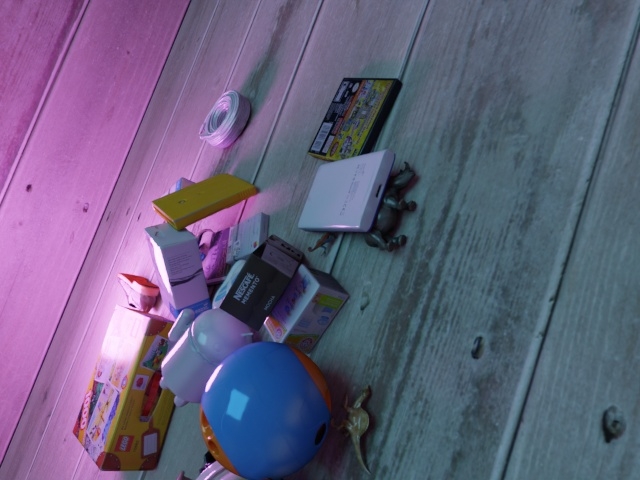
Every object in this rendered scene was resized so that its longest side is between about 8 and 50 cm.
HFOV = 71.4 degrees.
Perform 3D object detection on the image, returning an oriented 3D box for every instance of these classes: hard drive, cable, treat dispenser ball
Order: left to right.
[{"bbox_3d":[-0.410,-0.528,1.947,0.257,0.089,0.257,33,96,49],"label":"cable"},{"bbox_3d":[-0.120,0.371,0.986,0.288,0.288,0.288,-23,55,39],"label":"treat dispenser ball"},{"bbox_3d":[0.059,-0.125,1.207,0.318,0.040,0.210,3,71,60],"label":"hard drive"}]

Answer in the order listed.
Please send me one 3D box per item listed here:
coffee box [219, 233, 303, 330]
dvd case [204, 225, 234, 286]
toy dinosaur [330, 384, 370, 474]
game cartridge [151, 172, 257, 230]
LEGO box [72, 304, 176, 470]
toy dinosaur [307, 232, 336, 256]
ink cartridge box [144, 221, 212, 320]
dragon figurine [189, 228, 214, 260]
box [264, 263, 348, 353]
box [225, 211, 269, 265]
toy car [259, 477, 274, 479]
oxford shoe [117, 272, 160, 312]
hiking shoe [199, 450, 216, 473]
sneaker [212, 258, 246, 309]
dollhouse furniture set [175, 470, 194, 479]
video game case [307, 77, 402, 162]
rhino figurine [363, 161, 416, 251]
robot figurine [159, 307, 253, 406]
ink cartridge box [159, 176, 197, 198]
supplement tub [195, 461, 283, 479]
[{"bbox_3d":[-0.150,0.101,1.211,0.168,0.118,0.297,-57,3,9],"label":"coffee box"},{"bbox_3d":[-0.383,0.062,1.681,0.164,0.018,0.221,-14,62,43],"label":"dvd case"},{"bbox_3d":[0.071,0.412,0.987,0.092,0.053,0.183,-15,61,41],"label":"toy dinosaur"},{"bbox_3d":[-0.440,-0.156,1.674,0.285,0.323,0.053,29,138,50],"label":"game cartridge"},{"bbox_3d":[-0.694,0.525,1.657,0.372,0.193,0.501,1,72,48],"label":"LEGO box"},{"bbox_3d":[0.000,0.000,1.253,0.082,0.090,0.047,-28,46,-24],"label":"toy dinosaur"},{"bbox_3d":[-0.507,0.109,1.589,0.223,0.129,0.308,30,132,51],"label":"ink cartridge box"},{"bbox_3d":[-0.514,0.039,1.781,0.289,0.144,0.085,-30,46,11],"label":"dragon figurine"},{"bbox_3d":[-0.041,0.183,1.172,0.203,0.114,0.103,-56,41,12],"label":"box"},{"bbox_3d":[-0.258,-0.004,1.561,0.186,0.038,0.145,-22,57,41],"label":"box"},{"bbox_3d":[-0.150,0.579,0.788,0.239,0.053,0.225,-41,38,5],"label":"toy car"},{"bbox_3d":[-0.856,0.233,2.033,0.363,0.129,0.133,15,89,50],"label":"oxford shoe"},{"bbox_3d":[-0.210,0.482,1.196,0.113,0.132,0.304,7,77,49],"label":"hiking shoe"},{"bbox_3d":[-0.280,0.179,1.460,0.092,0.087,0.229,28,94,48],"label":"sneaker"},{"bbox_3d":[-0.389,0.763,1.186,0.135,0.262,0.259,-64,6,5],"label":"dollhouse furniture set"},{"bbox_3d":[0.096,-0.364,1.355,0.248,0.035,0.275,27,91,50],"label":"video game case"},{"bbox_3d":[0.174,-0.088,1.105,0.106,0.073,0.243,8,76,46],"label":"rhino figurine"},{"bbox_3d":[-0.342,0.347,1.353,0.300,0.200,0.353,44,110,7],"label":"robot figurine"},{"bbox_3d":[-0.593,-0.175,1.930,0.190,0.139,0.082,-28,54,36],"label":"ink cartridge box"},{"bbox_3d":[-0.135,0.649,0.950,0.331,0.241,0.241,25,90,50],"label":"supplement tub"}]
